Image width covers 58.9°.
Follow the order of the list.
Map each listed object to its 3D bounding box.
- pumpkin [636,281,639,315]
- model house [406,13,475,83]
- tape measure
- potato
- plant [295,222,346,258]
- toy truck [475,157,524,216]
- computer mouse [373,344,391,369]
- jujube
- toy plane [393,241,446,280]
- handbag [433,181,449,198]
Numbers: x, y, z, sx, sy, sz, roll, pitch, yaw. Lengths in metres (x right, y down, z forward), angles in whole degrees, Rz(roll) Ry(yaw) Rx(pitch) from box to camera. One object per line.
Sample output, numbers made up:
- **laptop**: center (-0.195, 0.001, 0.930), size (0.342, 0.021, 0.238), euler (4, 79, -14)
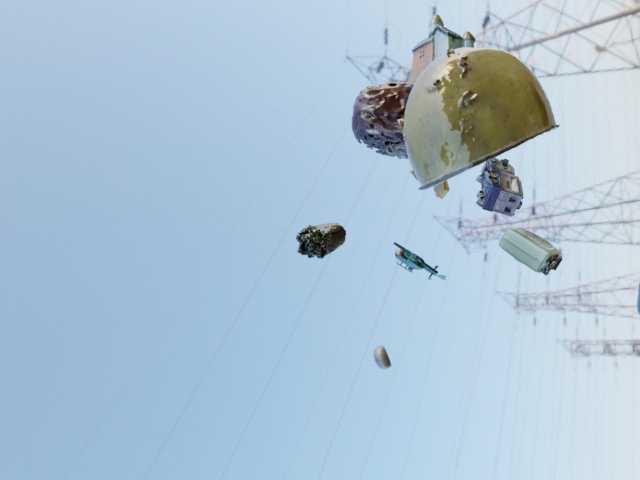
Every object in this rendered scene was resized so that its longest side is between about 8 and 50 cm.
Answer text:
- **pumpkin**: center (0.666, 0.109, 0.944), size (0.250, 0.216, 0.250), euler (-2, -80, -14)
- **model house**: center (0.469, -0.720, 2.161), size (0.184, 0.253, 0.291), euler (4, -96, -33)
- **tape measure**: center (0.804, 0.052, 2.124), size (0.207, 0.235, 0.115), euler (8, -65, -46)
- **potato**: center (0.407, -0.359, 1.561), size (0.442, 0.385, 0.319), euler (-22, -90, -47)
- **plant**: center (0.000, 0.000, 1.582), size (0.143, 0.092, 0.094), euler (-16, -45, -34)
- **toy truck**: center (0.702, -0.217, 2.218), size (0.268, 0.155, 0.124), euler (-70, -3, -52)
- **computer mouse**: center (0.164, 0.316, 1.522), size (0.096, 0.039, 0.066), euler (59, -170, -79)
- **jujube**: center (0.293, -0.404, 1.924), size (0.258, 0.376, 0.258), euler (10, -90, -90)
- **toy plane**: center (0.362, 0.083, 2.101), size (0.235, 0.096, 0.060), euler (33, -111, 4)
- **handbag**: center (0.437, -0.199, 2.065), size (0.027, 0.061, 0.083), euler (8, -130, -21)
